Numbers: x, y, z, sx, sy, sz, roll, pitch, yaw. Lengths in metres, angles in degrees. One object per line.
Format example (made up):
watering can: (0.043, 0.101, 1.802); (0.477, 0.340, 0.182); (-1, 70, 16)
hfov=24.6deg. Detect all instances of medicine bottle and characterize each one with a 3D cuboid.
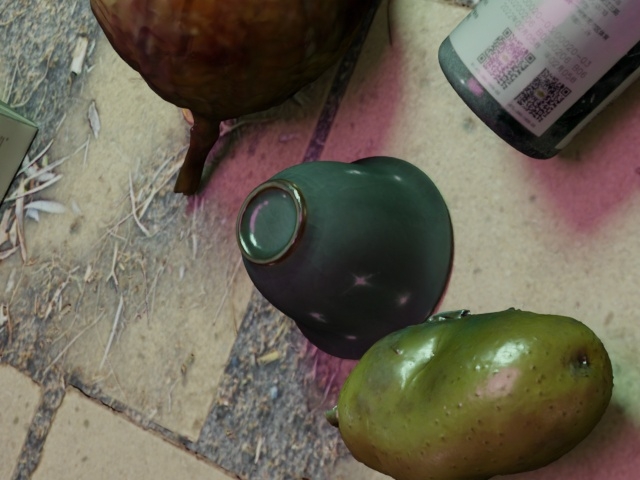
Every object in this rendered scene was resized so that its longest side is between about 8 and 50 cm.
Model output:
medicine bottle: (0.243, -0.211, 1.222); (0.293, 0.141, 0.141); (-45, 53, 21)

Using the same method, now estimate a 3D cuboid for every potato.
potato: (0.126, 0.126, 1.200); (0.248, 0.169, 0.143); (-21, 100, 45)

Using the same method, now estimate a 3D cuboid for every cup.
cup: (0.000, 0.000, 1.352); (0.199, 0.150, 0.199); (-12, 70, 36)

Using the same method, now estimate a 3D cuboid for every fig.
fig: (-0.108, -0.202, 1.480); (0.286, 0.286, 0.368); (55, 143, 35)

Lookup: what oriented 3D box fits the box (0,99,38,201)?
box: (-0.524, -0.049, 1.799); (0.225, 0.143, 0.341); (33, 97, 40)
